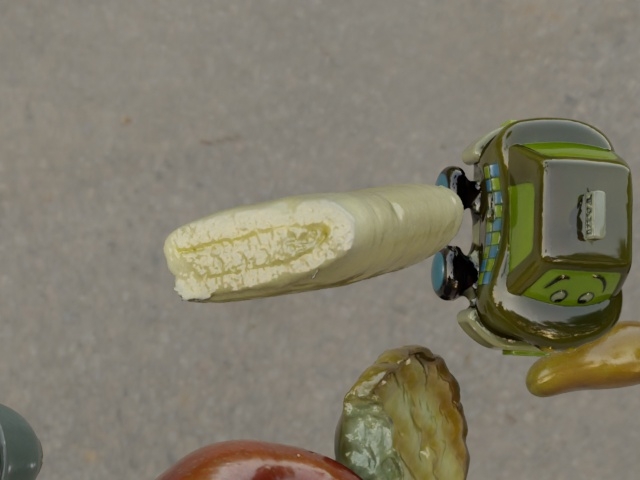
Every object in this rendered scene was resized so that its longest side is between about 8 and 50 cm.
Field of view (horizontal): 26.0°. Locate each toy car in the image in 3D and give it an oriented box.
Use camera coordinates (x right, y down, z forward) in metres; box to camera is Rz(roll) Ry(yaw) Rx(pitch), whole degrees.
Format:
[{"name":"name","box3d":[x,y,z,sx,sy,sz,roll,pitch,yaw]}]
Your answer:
[{"name":"toy car","box3d":[0.237,-0.007,1.410,0.204,0.198,0.248,4,84,-15]}]

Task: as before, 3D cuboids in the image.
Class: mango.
[{"name":"mango","box3d":[0.420,0.183,2.102,0.136,0.227,0.099,-21,91,-65]}]

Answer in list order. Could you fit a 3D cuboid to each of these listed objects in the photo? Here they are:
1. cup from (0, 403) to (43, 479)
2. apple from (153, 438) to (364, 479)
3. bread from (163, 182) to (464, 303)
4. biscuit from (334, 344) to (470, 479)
[{"name":"cup","box3d":[-0.439,0.284,1.805,0.199,0.199,0.150,56,20,22]},{"name":"apple","box3d":[-0.051,0.372,1.401,0.348,0.277,0.348,15,33,-10]},{"name":"bread","box3d":[0.000,0.000,0.890,0.178,0.139,0.060,-9,90,-61]},{"name":"biscuit","box3d":[0.105,0.290,1.634,0.078,0.329,0.335,-7,77,26]}]
